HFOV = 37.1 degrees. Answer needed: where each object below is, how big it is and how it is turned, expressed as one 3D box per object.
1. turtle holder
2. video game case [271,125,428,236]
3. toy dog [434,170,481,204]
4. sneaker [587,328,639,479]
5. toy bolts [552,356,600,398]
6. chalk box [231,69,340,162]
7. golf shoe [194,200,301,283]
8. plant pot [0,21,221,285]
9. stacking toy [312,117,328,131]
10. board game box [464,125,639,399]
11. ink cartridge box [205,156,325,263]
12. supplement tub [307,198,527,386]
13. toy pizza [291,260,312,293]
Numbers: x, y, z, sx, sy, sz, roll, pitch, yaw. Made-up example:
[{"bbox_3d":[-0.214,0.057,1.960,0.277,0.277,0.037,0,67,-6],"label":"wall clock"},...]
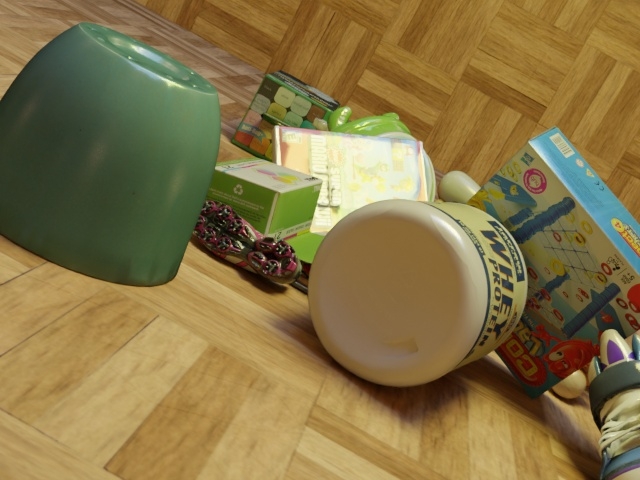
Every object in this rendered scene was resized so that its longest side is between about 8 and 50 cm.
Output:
[{"bbox_3d":[0.082,-0.112,1.820,0.320,0.243,0.227,18,33,-54],"label":"turtle holder"},{"bbox_3d":[0.055,-0.094,1.683,0.285,0.204,0.025,4,-21,-19],"label":"video game case"},{"bbox_3d":[0.312,0.025,1.781,0.220,0.161,0.334,56,-6,-37],"label":"toy dog"},{"bbox_3d":[0.400,0.228,1.250,0.323,0.130,0.236,22,44,-59],"label":"sneaker"},{"bbox_3d":[0.499,0.255,1.645,0.228,0.158,0.218,23,-30,19],"label":"toy bolts"},{"bbox_3d":[-0.080,-0.268,2.193,0.180,0.179,0.289,30,14,-1],"label":"chalk box"},{"bbox_3d":[-0.111,0.010,1.375,0.186,0.067,0.086,32,-13,15],"label":"golf shoe"},{"bbox_3d":[-0.257,-0.121,1.164,0.293,0.235,0.293,27,13,-7],"label":"plant pot"},{"bbox_3d":[0.010,-0.167,2.020,0.052,0.167,0.221,34,15,21],"label":"stacking toy"},{"bbox_3d":[0.340,0.042,1.449,0.086,0.302,0.308,-26,74,-42],"label":"board game box"},{"bbox_3d":[-0.038,-0.044,1.487,0.255,0.097,0.189,19,14,17],"label":"ink cartridge box"},{"bbox_3d":[0.148,0.063,1.304,0.235,0.235,0.325,34,15,21],"label":"supplement tub"},{"bbox_3d":[-0.005,0.044,1.501,0.201,0.032,0.201,27,13,-7],"label":"toy pizza"}]
